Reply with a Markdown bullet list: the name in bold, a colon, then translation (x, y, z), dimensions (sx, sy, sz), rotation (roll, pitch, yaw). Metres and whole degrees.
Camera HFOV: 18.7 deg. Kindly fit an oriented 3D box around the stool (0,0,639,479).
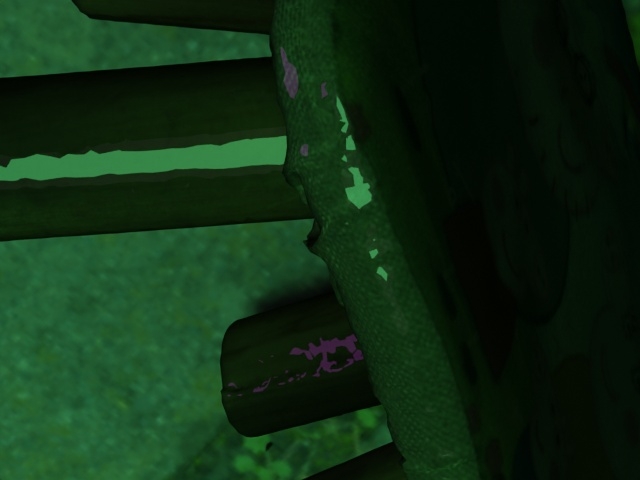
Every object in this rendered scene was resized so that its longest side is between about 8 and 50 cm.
- **stool**: translation (0.000, 0.000, 0.750), dimensions (0.226, 0.310, 0.310), rotation (-7, 115, 24)
